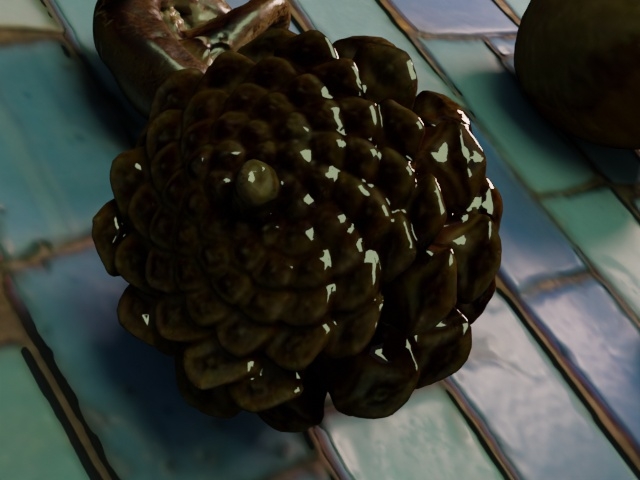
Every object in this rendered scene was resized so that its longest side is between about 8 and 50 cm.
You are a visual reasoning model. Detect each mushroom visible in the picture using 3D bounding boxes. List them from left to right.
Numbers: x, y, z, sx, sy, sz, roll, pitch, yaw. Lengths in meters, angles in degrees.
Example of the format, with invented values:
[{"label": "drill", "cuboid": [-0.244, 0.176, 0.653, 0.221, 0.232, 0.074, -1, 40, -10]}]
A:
[{"label": "mushroom", "cuboid": [-0.075, -0.121, 0.663, 0.135, 0.080, 0.170, 55, 41, 5]}]

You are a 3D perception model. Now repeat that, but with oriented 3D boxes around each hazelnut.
[{"label": "hazelnut", "cuboid": [0.262, -0.158, 0.873, 0.186, 0.210, 0.210, -17, 58, -17]}]

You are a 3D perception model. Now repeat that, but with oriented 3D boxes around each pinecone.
[{"label": "pinecone", "cuboid": [0.000, 0.000, 0.514, 0.208, 0.208, 0.207, 19, 41, -18]}]
